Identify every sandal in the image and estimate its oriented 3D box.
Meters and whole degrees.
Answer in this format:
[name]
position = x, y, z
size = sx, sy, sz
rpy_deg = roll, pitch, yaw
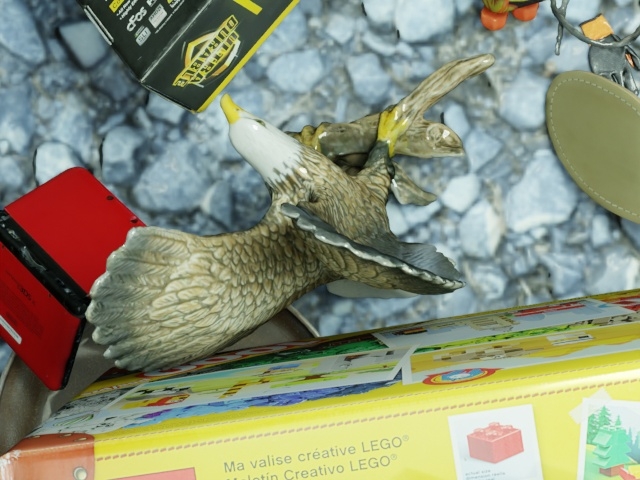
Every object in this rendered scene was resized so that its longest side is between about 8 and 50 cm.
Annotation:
[sandal]
position = 0.271, -0.048, 1.309
size = 0.240, 0.079, 0.088
rpy_deg = 42, 125, 37

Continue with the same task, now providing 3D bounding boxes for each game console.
[game console]
position = -0.202, 0.029, 1.410
size = 0.144, 0.085, 0.124
rpy_deg = 41, 123, 36

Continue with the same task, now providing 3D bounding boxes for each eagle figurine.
[eagle figurine]
position = -0.009, -0.006, 1.253
size = 0.225, 0.298, 0.226
rpy_deg = 23, 127, 1

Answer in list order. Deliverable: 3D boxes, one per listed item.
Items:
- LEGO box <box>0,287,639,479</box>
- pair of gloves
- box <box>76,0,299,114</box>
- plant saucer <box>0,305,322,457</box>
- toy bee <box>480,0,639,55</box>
[LEGO box]
position = 0.082, 0.165, 1.186
size = 0.500, 0.372, 0.193
rpy_deg = -9, 93, 4
[pair of gloves]
position = 0.244, -0.147, 1.340
size = 0.083, 0.010, 0.074
rpy_deg = -26, 90, 14
[box]
position = -0.069, -0.294, 1.301
size = 0.322, 0.079, 0.257
rpy_deg = -48, 53, 13
[plant saucer]
position = -0.113, 0.166, 1.430
size = 0.310, 0.050, 0.311
rpy_deg = 1, 97, 12
[toy bee]
position = 0.125, -0.233, 1.296
size = 0.195, 0.162, 0.298
rpy_deg = 3, 65, -3
